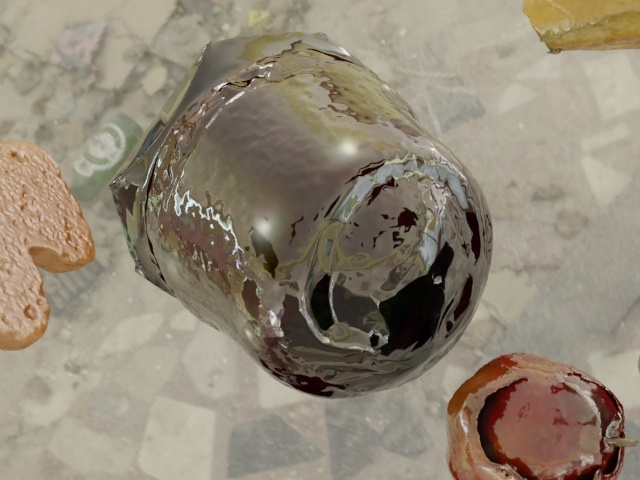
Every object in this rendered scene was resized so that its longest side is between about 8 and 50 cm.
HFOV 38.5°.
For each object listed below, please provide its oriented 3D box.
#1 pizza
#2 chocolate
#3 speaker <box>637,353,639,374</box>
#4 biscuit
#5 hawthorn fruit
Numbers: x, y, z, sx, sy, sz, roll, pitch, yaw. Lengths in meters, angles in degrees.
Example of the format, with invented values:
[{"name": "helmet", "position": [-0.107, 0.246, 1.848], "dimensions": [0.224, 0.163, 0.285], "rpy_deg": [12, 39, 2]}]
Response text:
[{"name": "pizza", "position": [0.272, -0.159, 0.634], "dimensions": [0.271, 0.134, 0.056], "rpy_deg": [-2, 96, 5]}, {"name": "chocolate", "position": [0.000, 0.000, 0.989], "dimensions": [0.384, 0.383, 0.331], "rpy_deg": [-37, 33, 0]}, {"name": "speaker", "position": [0.490, 0.170, 0.800], "dimensions": [0.184, 0.183, 0.406], "rpy_deg": [-45, 47, -5]}, {"name": "biscuit", "position": [-0.258, 0.000, 0.761], "dimensions": [0.036, 0.192, 0.186], "rpy_deg": [-37, 83, 24]}, {"name": "hawthorn fruit", "position": [0.191, 0.168, 0.780], "dimensions": [0.172, 0.148, 0.148], "rpy_deg": [3, 62, 48]}]
